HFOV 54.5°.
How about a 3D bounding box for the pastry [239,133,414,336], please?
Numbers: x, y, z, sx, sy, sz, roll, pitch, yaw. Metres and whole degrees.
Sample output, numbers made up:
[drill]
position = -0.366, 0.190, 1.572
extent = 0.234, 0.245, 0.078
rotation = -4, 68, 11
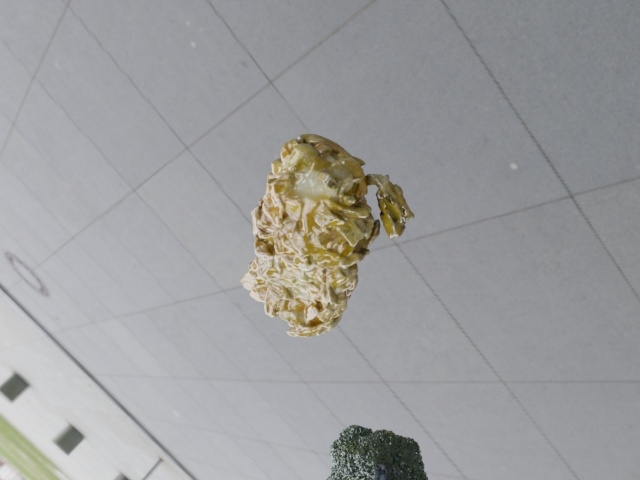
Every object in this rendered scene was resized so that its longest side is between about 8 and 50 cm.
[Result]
[pastry]
position = 0.000, 0.000, 0.664
extent = 0.154, 0.102, 0.250
rotation = 27, 136, 5

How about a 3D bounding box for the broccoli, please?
[broccoli]
position = 0.085, 0.341, 0.877
extent = 0.162, 0.145, 0.138
rotation = 13, 151, 6
